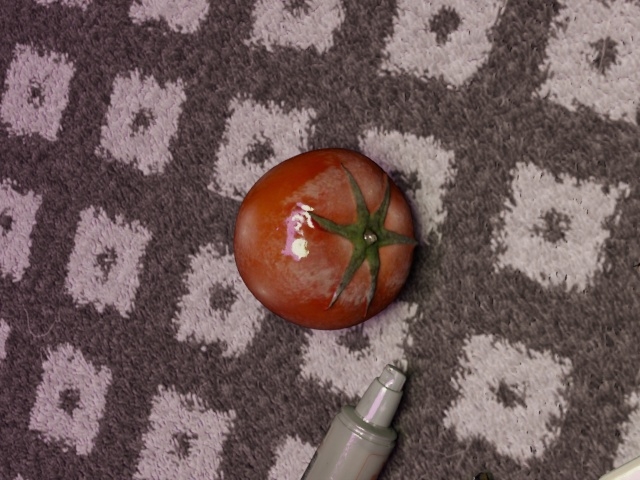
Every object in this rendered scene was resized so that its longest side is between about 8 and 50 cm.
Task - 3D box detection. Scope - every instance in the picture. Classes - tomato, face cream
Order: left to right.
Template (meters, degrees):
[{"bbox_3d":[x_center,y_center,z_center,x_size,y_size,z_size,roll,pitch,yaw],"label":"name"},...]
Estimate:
[{"bbox_3d":[0.000,0.000,1.630,0.264,0.265,0.265,-2,86,28],"label":"tomato"},{"bbox_3d":[0.058,0.296,1.662,0.101,0.101,0.252,32,101,26],"label":"face cream"}]

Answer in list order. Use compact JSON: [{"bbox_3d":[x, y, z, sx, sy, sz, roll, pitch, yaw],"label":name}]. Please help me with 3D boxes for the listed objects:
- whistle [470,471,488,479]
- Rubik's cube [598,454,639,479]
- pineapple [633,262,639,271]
[{"bbox_3d":[0.287,0.474,1.552,0.068,0.057,0.326,-41,70,23],"label":"whistle"},{"bbox_3d":[0.542,0.325,1.296,0.291,0.290,0.292,-37,70,21],"label":"Rubik's cube"},{"bbox_3d":[0.470,0.053,1.477,0.116,0.069,0.137,19,97,27],"label":"pineapple"}]
